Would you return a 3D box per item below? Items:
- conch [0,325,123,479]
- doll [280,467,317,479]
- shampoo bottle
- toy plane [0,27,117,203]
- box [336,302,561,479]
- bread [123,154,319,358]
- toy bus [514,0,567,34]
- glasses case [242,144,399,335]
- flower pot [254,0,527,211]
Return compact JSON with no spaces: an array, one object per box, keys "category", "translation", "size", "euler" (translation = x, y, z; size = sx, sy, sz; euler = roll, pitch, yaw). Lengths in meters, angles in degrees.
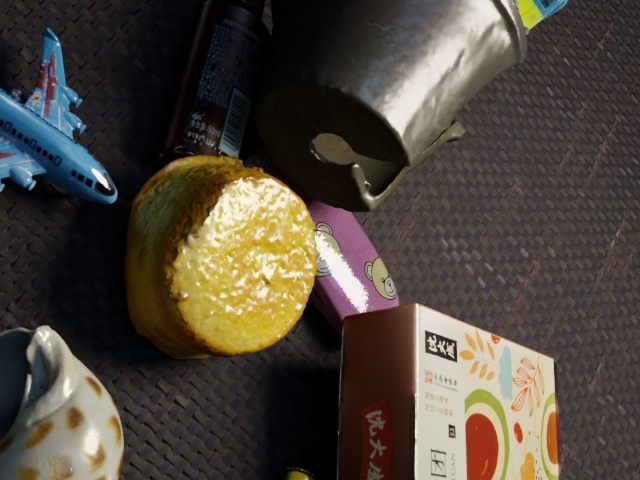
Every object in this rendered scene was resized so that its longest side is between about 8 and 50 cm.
[{"category":"conch","translation":[-0.301,0.237,0.986],"size":[0.149,0.183,0.275],"euler":[34,60,-56]},{"category":"doll","translation":[-0.043,0.397,1.121],"size":[0.135,0.143,0.221],"euler":[26,52,0]},{"category":"shampoo bottle","translation":[-0.139,-0.235,1.279],"size":[0.129,0.084,0.323],"euler":[25,62,-31]},{"category":"toy plane","translation":[-0.359,-0.130,1.090],"size":[0.271,0.105,0.254],"euler":[43,58,-16]},{"category":"box","translation":[0.187,0.299,1.225],"size":[0.385,0.122,0.344],"euler":[24,62,-46]},{"category":"bread","translation":[-0.121,0.028,1.146],"size":[0.268,0.146,0.268],"euler":[-7,101,-36]},{"category":"toy bus","translation":[0.257,-0.477,1.568],"size":[0.190,0.152,0.312],"euler":[-41,99,-34]},{"category":"glasses case","translation":[0.000,0.000,1.296],"size":[0.123,0.076,0.316],"euler":[-38,95,-39]},{"category":"flower pot","translation":[0.051,-0.206,1.211],"size":[0.379,0.379,0.251],"euler":[40,57,-16]}]
